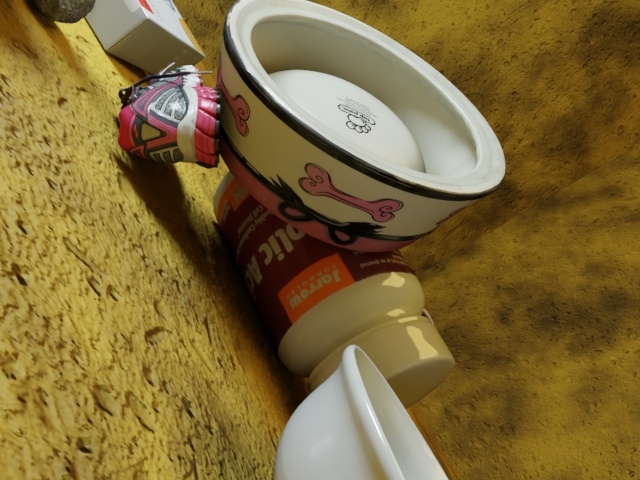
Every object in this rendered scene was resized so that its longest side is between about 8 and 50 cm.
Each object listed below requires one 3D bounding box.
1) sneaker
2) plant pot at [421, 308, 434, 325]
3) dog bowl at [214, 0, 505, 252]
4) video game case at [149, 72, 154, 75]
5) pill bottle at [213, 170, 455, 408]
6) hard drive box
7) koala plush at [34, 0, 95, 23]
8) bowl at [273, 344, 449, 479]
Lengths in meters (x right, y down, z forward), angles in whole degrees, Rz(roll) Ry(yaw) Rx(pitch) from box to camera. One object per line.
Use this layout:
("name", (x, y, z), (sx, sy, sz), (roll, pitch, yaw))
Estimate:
("sneaker", (-0.206, -0.170, 0.737), (0.299, 0.112, 0.120), (-141, -127, -64))
("plant pot", (0.251, 0.340, 2.014), (0.263, 0.263, 0.229), (59, -13, 3))
("dog bowl", (0.038, -0.154, 0.772), (0.408, 0.150, 0.408), (21, 38, -18))
("video game case", (-0.362, -0.402, 1.192), (0.196, 0.026, 0.274), (59, 4, 11))
("pill bottle", (0.009, 0.057, 0.825), (0.392, 0.224, 0.224), (60, 3, 31))
("hard drive box", (-0.316, -0.389, 0.962), (0.181, 0.089, 0.232), (59, 11, 1))
("koala plush", (-0.278, -0.334, 0.555), (0.203, 0.196, 0.221), (44, 11, -30))
("bowl", (0.044, 0.241, 0.434), (0.298, 0.134, 0.298), (59, 3, -5))
